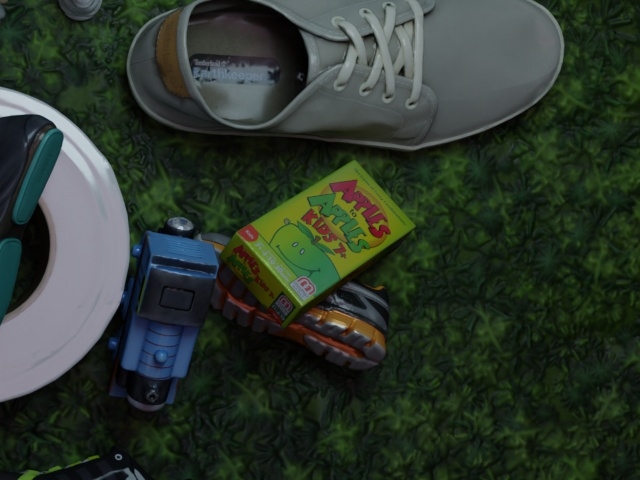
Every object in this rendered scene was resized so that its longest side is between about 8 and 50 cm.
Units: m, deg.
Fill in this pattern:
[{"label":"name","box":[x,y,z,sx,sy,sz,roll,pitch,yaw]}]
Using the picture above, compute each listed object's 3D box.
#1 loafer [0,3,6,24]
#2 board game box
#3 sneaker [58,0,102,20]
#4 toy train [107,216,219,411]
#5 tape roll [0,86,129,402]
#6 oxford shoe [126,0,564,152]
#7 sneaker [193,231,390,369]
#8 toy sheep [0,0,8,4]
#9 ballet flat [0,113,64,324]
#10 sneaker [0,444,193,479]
[{"label":"loafer","box":[-0.402,-0.163,1.210,0.251,0.094,0.087,-14,117,-7]},{"label":"board game box","box":[0.000,0.000,1.284,0.092,0.043,0.181,48,46,9]},{"label":"sneaker","box":[-0.218,-0.287,1.274,0.054,0.061,0.152,1,86,-15]},{"label":"toy train","box":[-0.147,0.072,1.240,0.080,0.105,0.184,12,110,-14]},{"label":"tape roll","box":[-0.318,0.004,1.214,0.286,0.100,0.286,0,89,-17]},{"label":"oxford shoe","box":[0.041,-0.172,1.313,0.449,0.130,0.169,-4,87,-18]},{"label":"sneaker","box":[-0.028,0.046,1.317,0.215,0.084,0.083,29,51,-8]},{"label":"toy sheep","box":[-0.300,-0.282,1.239,0.091,0.091,0.132,-9,104,-17]},{"label":"ballet flat","box":[-0.279,-0.013,1.144,0.074,0.074,0.203,19,89,-15]},{"label":"sneaker","box":[-0.217,0.236,1.261,0.235,0.084,0.097,19,59,-16]}]
